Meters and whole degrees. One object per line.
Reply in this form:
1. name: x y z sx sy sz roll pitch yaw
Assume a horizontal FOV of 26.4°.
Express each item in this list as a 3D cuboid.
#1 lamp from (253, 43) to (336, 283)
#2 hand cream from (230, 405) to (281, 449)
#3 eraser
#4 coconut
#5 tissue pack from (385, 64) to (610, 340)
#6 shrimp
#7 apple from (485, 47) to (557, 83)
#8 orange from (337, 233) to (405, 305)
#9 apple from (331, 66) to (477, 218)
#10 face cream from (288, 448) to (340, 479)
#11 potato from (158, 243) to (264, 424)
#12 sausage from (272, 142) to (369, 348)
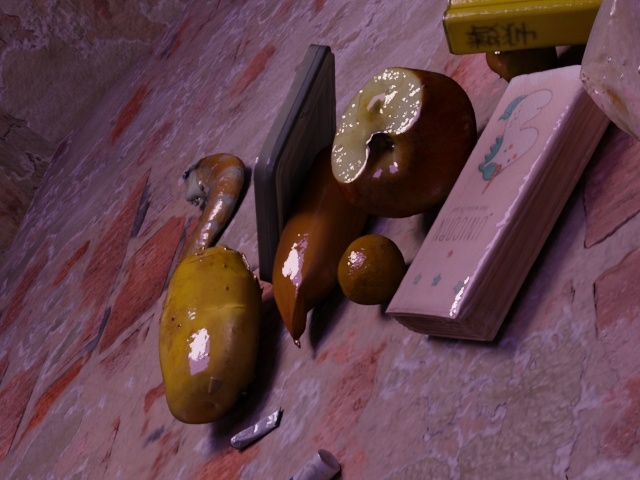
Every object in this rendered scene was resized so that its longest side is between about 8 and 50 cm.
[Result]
1. lamp: -0.034 -0.108 1.962 0.266 0.047 0.269 87 -160 -51
2. hand cream: -0.082 0.246 1.763 0.093 0.019 0.030 -33 26 31
3. eraser: 0.264 -0.290 1.614 0.226 0.069 0.158 -2 43 24
4. coconut: 0.336 -0.171 1.182 0.241 0.241 0.241 -45 21 23
5. tissue pack: 0.202 -0.041 1.498 0.325 0.071 0.170 -60 22 -14
6. shrimp: -0.198 -0.065 2.494 0.185 0.068 0.287 -45 31 34
7. apple: 0.247 -0.223 1.670 0.074 0.089 0.089 -44 19 -3
8. orange: 0.064 0.035 1.672 0.085 0.085 0.095 -43 12 30
9. apple: 0.110 -0.117 1.699 0.195 0.160 0.173 -48 17 22
10. face cream: -0.031 0.290 1.540 0.130 0.034 0.034 -47 21 19
11. potato: -0.156 0.130 1.924 0.300 0.140 0.173 -95 26 -48
12. sausage: -0.002 0.003 1.851 0.112 0.112 0.328 -28 35 51
